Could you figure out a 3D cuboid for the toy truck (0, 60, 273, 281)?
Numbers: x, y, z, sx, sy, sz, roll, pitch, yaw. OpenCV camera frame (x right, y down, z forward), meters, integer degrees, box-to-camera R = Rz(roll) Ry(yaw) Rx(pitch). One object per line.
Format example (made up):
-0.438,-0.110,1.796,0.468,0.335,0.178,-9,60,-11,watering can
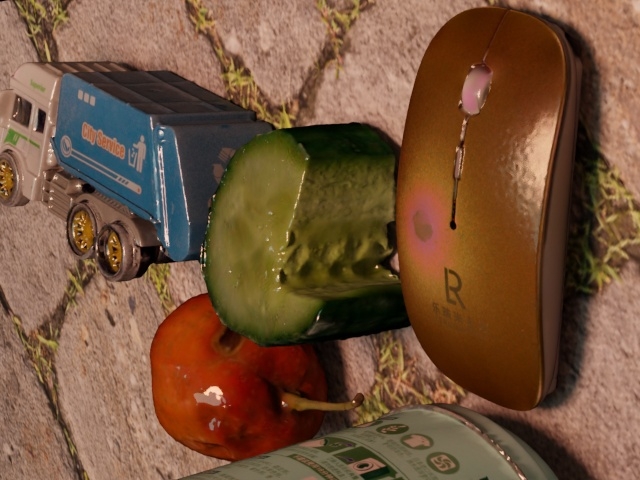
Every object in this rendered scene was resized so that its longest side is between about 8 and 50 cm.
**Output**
-0.182,-0.071,1.624,0.367,0.146,0.175,27,114,45,toy truck

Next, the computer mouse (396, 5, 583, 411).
0.127,-0.020,1.261,0.158,0.072,0.310,23,117,48,computer mouse

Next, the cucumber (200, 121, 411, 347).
-0.007,-0.003,1.418,0.191,0.130,0.191,8,101,49,cucumber

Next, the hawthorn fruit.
-0.032,0.133,1.469,0.285,0.165,0.165,8,106,48,hawthorn fruit

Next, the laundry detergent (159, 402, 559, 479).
0.040,0.282,1.266,0.287,0.305,0.287,22,117,51,laundry detergent
